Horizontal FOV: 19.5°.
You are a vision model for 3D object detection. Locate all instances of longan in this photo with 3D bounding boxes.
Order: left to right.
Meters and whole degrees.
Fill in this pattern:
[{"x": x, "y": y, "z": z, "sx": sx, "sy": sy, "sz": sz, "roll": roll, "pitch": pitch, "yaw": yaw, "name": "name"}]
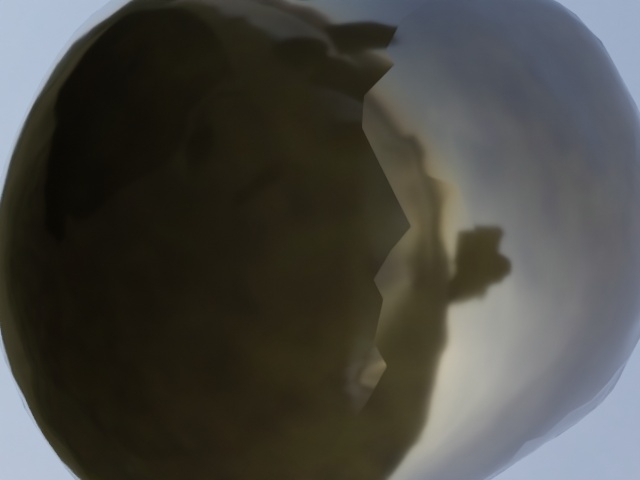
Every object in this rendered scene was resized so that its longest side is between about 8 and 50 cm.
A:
[{"x": 0.000, "y": 0.000, "z": 0.584, "sx": 0.212, "sy": 0.198, "sz": 0.198, "roll": -10, "pitch": -90, "yaw": 10, "name": "longan"}]
